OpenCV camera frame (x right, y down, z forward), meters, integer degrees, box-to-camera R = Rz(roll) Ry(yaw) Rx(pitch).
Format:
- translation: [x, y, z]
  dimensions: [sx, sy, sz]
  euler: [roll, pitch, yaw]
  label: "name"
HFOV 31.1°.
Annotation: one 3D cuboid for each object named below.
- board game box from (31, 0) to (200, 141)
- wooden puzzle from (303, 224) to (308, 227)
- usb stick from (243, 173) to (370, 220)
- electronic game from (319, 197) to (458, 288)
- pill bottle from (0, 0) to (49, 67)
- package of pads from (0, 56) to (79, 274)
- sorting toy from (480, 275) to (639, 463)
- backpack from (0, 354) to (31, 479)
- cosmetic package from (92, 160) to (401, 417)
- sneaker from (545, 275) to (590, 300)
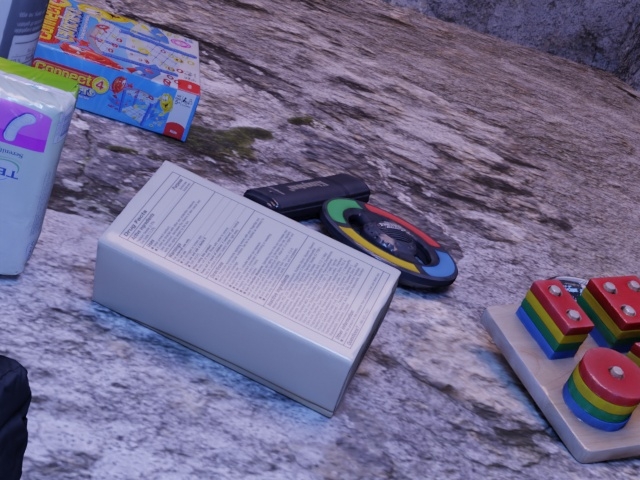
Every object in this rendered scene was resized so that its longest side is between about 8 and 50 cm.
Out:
- translation: [-0.360, -0.302, 1.946]
  dimensions: [0.302, 0.086, 0.308]
  euler: [17, 23, -15]
  label: "board game box"
- translation: [0.000, 0.000, 1.641]
  dimensions: [0.078, 0.014, 0.116]
  euler: [32, 0, 32]
  label: "wooden puzzle"
- translation: [-0.018, -0.067, 1.787]
  dimensions: [0.077, 0.045, 0.278]
  euler: [34, 25, 25]
  label: "usb stick"
- translation: [0.103, 0.001, 1.724]
  dimensions: [0.229, 0.048, 0.229]
  euler: [24, 19, -9]
  label: "electronic game"
- translation: [-0.459, -0.294, 1.472]
  dimensions: [0.204, 0.361, 0.204]
  euler: [19, 22, -8]
  label: "pill bottle"
- translation: [-0.433, -0.102, 1.241]
  dimensions: [0.296, 0.229, 0.101]
  euler: [17, 28, -9]
  label: "package of pads"
- translation: [0.387, 0.153, 1.516]
  dimensions: [0.257, 0.089, 0.255]
  euler: [-1, 42, -31]
  label: "sorting toy"
- translation: [-0.329, 0.139, 0.933]
  dimensions: [0.182, 0.152, 0.115]
  euler: [15, 15, 15]
  label: "backpack"
- translation: [-0.084, 0.052, 1.309]
  dimensions: [0.309, 0.113, 0.160]
  euler: [25, 46, 9]
  label: "cosmetic package"
- translation: [0.413, 0.135, 1.687]
  dimensions: [0.228, 0.086, 0.132]
  euler: [28, 25, 12]
  label: "sneaker"
